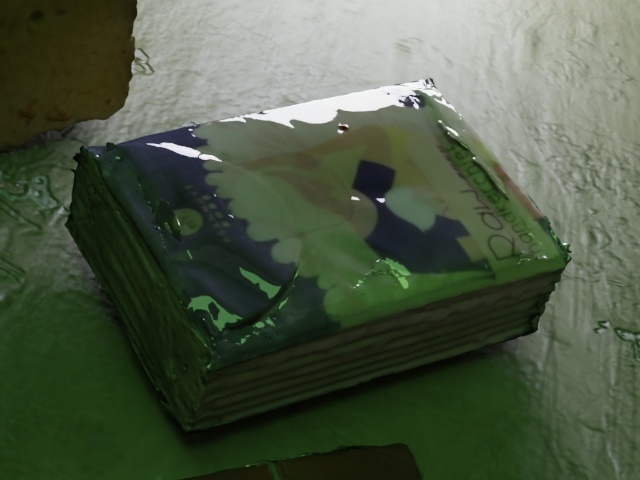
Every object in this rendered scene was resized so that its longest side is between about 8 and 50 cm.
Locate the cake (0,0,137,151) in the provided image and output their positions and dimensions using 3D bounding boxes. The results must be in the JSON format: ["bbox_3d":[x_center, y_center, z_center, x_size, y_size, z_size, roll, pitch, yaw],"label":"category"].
[{"bbox_3d":[-0.312,-0.246,1.310,0.222,0.227,0.286,-18,54,-29],"label":"cake"}]

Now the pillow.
[{"bbox_3d":[-0.023,0.206,1.085,0.232,0.043,0.126,-6,48,-23],"label":"pillow"}]

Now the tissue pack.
[{"bbox_3d":[0.000,0.000,1.234,0.343,0.125,0.242,-13,51,-30],"label":"tissue pack"}]
